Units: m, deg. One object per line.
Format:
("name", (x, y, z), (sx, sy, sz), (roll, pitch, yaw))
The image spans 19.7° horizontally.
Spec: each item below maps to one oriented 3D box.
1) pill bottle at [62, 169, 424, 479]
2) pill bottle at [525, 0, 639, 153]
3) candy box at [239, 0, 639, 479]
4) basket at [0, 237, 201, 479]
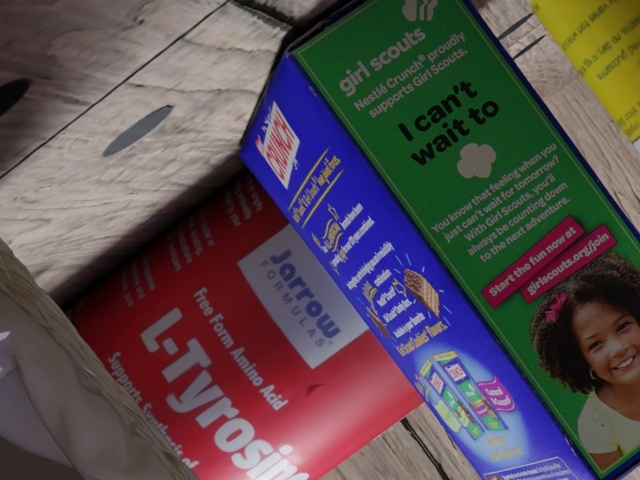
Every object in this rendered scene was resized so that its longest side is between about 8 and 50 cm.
("pill bottle", (-0.034, 0.070, 1.446), (0.408, 0.229, 0.229), (-37, 176, 8))
("pill bottle", (0.231, -0.106, 0.920), (0.188, 0.334, 0.188), (-36, 176, -3))
("candy box", (0.094, 0.007, 1.185), (0.122, 0.317, 0.268), (-37, 177, -12))
("basket", (-0.184, 0.207, 0.864), (0.331, 0.328, 0.266), (-37, -163, 0))
